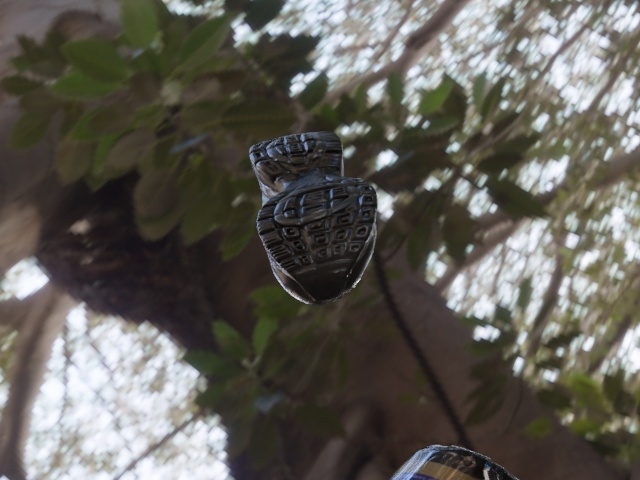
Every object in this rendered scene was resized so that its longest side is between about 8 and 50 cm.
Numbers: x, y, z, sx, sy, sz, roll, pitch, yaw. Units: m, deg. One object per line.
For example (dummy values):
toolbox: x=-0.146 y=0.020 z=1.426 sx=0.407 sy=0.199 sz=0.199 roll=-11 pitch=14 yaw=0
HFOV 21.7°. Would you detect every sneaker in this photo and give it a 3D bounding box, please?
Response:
sneaker: x=0.000 y=0.000 z=1.500 sx=0.109 sy=0.286 sz=0.130 roll=-9 pitch=-67 yaw=0

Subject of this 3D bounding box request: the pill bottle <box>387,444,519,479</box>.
pill bottle: x=0.031 y=0.221 z=0.874 sx=0.123 sy=0.219 sz=0.123 roll=33 pitch=-30 yaw=22
